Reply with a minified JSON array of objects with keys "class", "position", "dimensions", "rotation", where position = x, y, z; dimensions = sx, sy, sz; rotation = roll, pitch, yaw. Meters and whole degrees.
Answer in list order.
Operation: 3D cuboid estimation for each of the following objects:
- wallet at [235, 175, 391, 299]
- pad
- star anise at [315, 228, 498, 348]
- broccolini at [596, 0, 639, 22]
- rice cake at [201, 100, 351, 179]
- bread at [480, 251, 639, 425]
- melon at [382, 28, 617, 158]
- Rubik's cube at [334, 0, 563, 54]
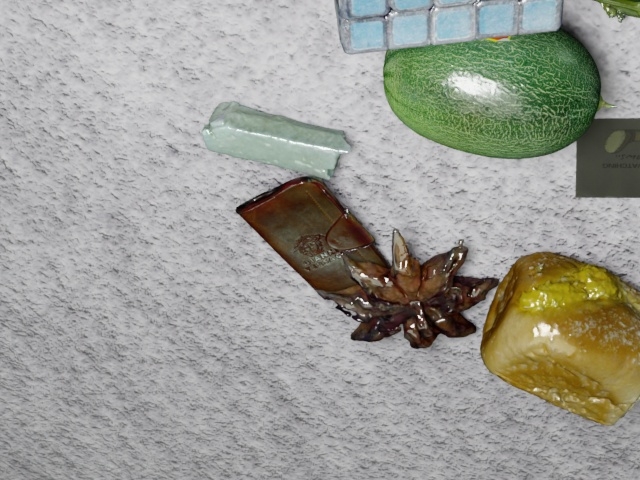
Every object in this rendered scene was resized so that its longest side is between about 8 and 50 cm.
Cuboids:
[{"class":"wallet","position":[0.000,0.000,1.636],"dimensions":[0.137,0.031,0.255],"rotation":[-21,137,23]},{"class":"pad","position":[0.436,-0.108,1.499],"dimensions":[0.190,0.004,0.127],"rotation":[1,127,15]},{"class":"star anise","position":[0.128,0.098,1.656],"dimensions":[0.272,0.102,0.272],"rotation":[0,136,0]},{"class":"broccolini","position":[0.274,-0.315,1.362],"dimensions":[0.392,0.079,0.074],"rotation":[17,140,11]},{"class":"rice cake","position":[-0.059,-0.140,1.568],"dimensions":[0.206,0.069,0.063],"rotation":[13,129,1]},{"class":"bread","position":[0.367,0.126,1.574],"dimensions":[0.246,0.195,0.176],"rotation":[26,135,-7]},{"class":"melon","position":[0.218,-0.191,1.381],"dimensions":[0.288,0.182,0.182],"rotation":[14,129,7]},{"class":"Rubik's cube","position":[0.117,-0.359,1.153],"dimensions":[0.237,0.238,0.237],"rotation":[-8,134,0]}]
